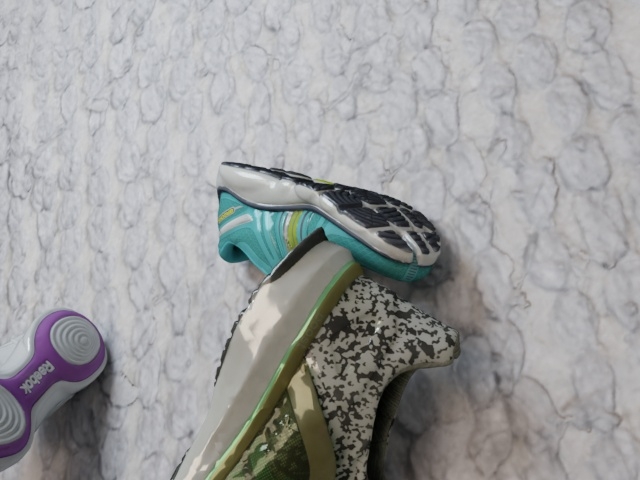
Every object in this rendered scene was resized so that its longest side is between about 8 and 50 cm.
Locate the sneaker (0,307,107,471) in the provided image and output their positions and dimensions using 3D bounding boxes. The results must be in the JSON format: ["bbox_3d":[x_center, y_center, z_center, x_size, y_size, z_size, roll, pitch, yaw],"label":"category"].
[{"bbox_3d":[-0.335,0.178,1.031,0.152,0.305,0.114,-38,88,28],"label":"sneaker"}]

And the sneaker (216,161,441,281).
[{"bbox_3d":[0.000,0.000,0.945,0.275,0.107,0.110,17,99,49],"label":"sneaker"}]

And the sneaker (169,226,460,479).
[{"bbox_3d":[-0.015,0.206,0.807,0.182,0.158,0.410,23,98,16],"label":"sneaker"}]
